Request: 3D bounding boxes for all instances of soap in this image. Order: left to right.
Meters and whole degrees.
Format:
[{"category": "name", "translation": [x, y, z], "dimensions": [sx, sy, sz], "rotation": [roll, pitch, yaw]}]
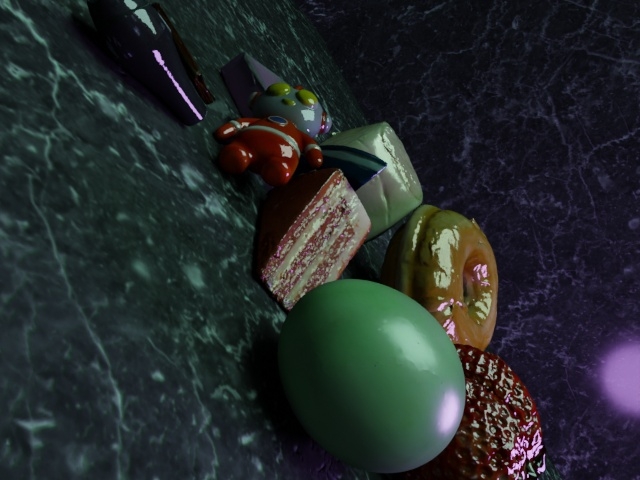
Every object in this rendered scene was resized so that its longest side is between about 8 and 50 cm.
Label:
[{"category": "soap", "translation": [-0.111, -0.311, 1.253], "dimensions": [0.181, 0.081, 0.259], "rotation": [62, 18, 10]}]

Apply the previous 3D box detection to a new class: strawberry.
[{"category": "strawberry", "translation": [0.216, 0.311, 0.879], "dimensions": [0.288, 0.238, 0.250], "rotation": [49, 37, -3]}]

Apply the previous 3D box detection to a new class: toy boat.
[{"category": "toy boat", "translation": [0.012, -0.130, 1.034], "dimensions": [0.299, 0.062, 0.096], "rotation": [8, -43, 52]}]

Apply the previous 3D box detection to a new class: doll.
[{"category": "doll", "translation": [-0.072, -0.216, 1.003], "dimensions": [0.199, 0.105, 0.336], "rotation": [17, 39, 4]}]

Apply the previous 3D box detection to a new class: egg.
[{"category": "egg", "translation": [0.064, 0.172, 0.695], "dimensions": [0.270, 0.220, 0.220], "rotation": [45, 19, -13]}]

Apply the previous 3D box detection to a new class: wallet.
[{"category": "wallet", "translation": [-0.237, -0.315, 0.915], "dimensions": [0.176, 0.026, 0.095], "rotation": [57, -8, 18]}]

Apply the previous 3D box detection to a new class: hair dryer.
[{"category": "hair dryer", "translation": [-0.267, -0.326, 0.839], "dimensions": [0.235, 0.091, 0.272], "rotation": [55, 10, -49]}]

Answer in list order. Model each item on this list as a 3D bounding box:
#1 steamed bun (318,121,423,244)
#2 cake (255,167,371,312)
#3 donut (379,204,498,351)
[{"category": "steamed bun", "translation": [0.094, -0.126, 1.318], "dimensions": [0.290, 0.273, 0.272], "rotation": [51, 34, -14]}, {"category": "cake", "translation": [0.000, 0.000, 0.909], "dimensions": [0.158, 0.159, 0.262], "rotation": [54, 19, -29]}, {"category": "donut", "translation": [0.305, 0.122, 1.338], "dimensions": [0.449, 0.198, 0.449], "rotation": [7, 81, -53]}]
